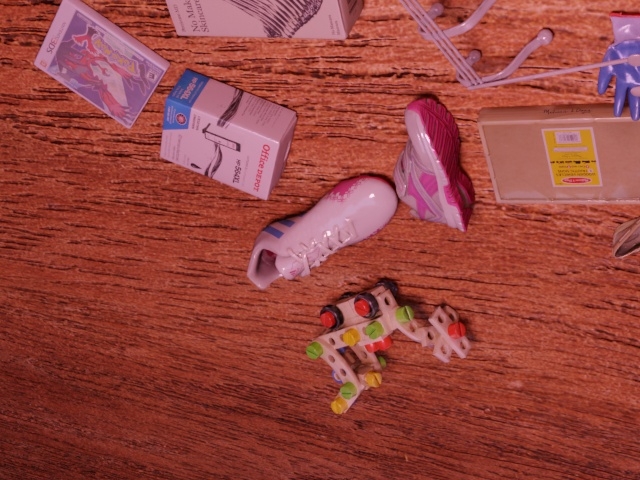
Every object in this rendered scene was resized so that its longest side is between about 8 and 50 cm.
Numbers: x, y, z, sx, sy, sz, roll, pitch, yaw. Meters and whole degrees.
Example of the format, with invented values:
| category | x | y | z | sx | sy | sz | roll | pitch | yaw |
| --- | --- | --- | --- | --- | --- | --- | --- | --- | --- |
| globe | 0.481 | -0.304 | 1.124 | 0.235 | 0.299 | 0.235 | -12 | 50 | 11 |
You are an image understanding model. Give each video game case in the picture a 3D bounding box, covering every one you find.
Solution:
| category | x | y | z | sx | sy | sz | roll | pitch | yaw |
| --- | --- | --- | --- | --- | --- | --- | --- | --- | --- |
| video game case | -0.374 | -0.299 | 1.779 | 0.201 | 0.023 | 0.183 | 34 | 139 | -10 |

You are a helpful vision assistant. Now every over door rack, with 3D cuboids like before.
| category | x | y | z | sx | sy | sz | roll | pitch | yaw |
| --- | --- | --- | --- | --- | --- | --- | --- | --- | --- |
| over door rack | 0.259 | -0.294 | 1.337 | 0.324 | 0.108 | 0.239 | 11 | 158 | 46 |

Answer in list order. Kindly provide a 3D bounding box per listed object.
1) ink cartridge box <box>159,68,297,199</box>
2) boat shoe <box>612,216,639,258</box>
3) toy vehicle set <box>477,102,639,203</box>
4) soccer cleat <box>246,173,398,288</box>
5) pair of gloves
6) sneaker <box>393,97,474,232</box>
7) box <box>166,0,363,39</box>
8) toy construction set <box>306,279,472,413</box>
| category | x | y | z | sx | sy | sz | roll | pitch | yaw |
| --- | --- | --- | --- | --- | --- | --- | --- | --- | --- |
| ink cartridge box | -0.155 | -0.175 | 1.752 | 0.203 | 0.086 | 0.148 | 22 | 140 | 5 |
| boat shoe | 0.509 | -0.020 | 1.607 | 0.056 | 0.048 | 0.153 | 39 | 138 | -15 |
| toy vehicle set | 0.380 | -0.127 | 1.569 | 0.266 | 0.035 | 0.166 | 2 | 134 | 26 |
| soccer cleat | 0.000 | 0.000 | 1.816 | 0.116 | 0.143 | 0.331 | 44 | 136 | -21 |
| pair of gloves | 0.469 | -0.233 | 1.399 | 0.198 | 0.023 | 0.159 | 5 | 124 | 25 |
| sneaker | 0.161 | -0.112 | 1.646 | 0.111 | 0.103 | 0.252 | 0 | 133 | 24 |
| box | -0.084 | -0.360 | 1.511 | 0.275 | 0.094 | 0.113 | 4 | 135 | 22 |
| toy construction set | 0.109 | 0.191 | 1.960 | 0.327 | 0.151 | 0.215 | -25 | 95 | 34 |
